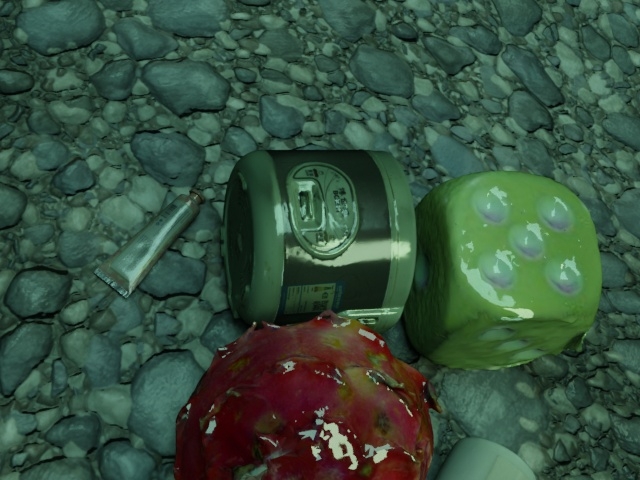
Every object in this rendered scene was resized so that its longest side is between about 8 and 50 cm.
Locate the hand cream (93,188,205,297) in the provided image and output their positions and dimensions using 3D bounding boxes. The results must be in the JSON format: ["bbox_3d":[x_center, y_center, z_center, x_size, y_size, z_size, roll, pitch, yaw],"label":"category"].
[{"bbox_3d":[-0.257,-0.002,1.618,0.067,0.043,0.210,38,64,8],"label":"hand cream"}]

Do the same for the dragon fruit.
[{"bbox_3d":[-0.022,0.280,1.357,0.386,0.249,0.371,-28,83,1],"label":"dragon fruit"}]

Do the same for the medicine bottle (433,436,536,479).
[{"bbox_3d":[0.197,0.414,1.464,0.144,0.144,0.252,36,56,5],"label":"medicine bottle"}]

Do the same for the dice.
[{"bbox_3d":[0.272,0.056,1.618,0.249,0.252,0.254,4,63,-14],"label":"dice"}]

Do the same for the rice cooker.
[{"bbox_3d":[0.003,-0.001,1.556,0.277,0.288,0.288,0,62,-17],"label":"rice cooker"}]
